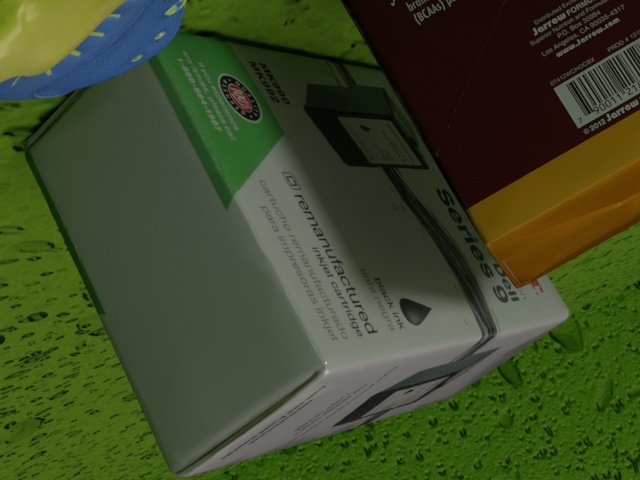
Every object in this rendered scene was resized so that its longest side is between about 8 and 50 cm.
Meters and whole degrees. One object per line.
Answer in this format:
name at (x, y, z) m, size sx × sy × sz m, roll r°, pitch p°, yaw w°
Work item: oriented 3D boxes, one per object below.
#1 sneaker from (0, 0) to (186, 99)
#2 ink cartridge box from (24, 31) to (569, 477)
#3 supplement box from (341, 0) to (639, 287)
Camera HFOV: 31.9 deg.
sneaker at (-0.081, -0.125, 0.429) m, size 0.240 × 0.091 × 0.126 m, roll -28°, pitch 177°, yaw 28°
ink cartridge box at (0.000, 0.000, 0.681) m, size 0.121 × 0.211 × 0.289 m, roll -39°, pitch 161°, yaw 30°
supplement box at (0.126, -0.113, 0.563) m, size 0.191 × 0.194 × 0.129 m, roll -30°, pitch 162°, yaw 9°
